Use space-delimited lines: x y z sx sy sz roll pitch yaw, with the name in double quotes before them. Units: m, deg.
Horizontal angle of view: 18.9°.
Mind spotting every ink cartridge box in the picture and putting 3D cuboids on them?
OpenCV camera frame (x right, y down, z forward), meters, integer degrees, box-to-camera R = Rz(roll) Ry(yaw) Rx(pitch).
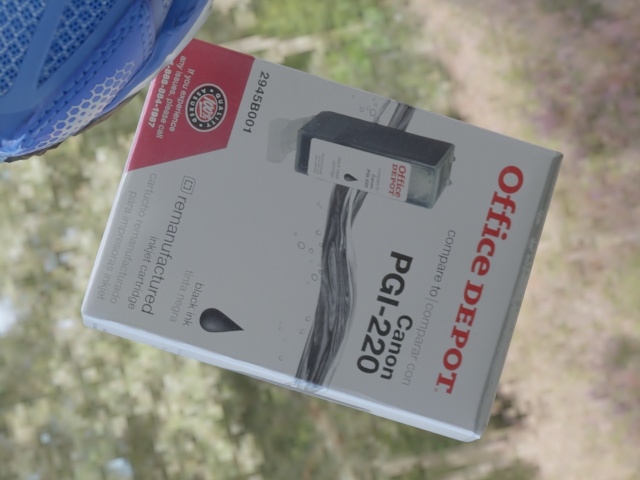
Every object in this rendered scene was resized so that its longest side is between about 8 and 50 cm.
"ink cartridge box" 0.000 0.000 1.012 0.092 0.218 0.158 151 136 -83

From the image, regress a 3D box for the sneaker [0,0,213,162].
"sneaker" -0.072 -0.159 0.394 0.147 0.130 0.330 -56 -22 -56
